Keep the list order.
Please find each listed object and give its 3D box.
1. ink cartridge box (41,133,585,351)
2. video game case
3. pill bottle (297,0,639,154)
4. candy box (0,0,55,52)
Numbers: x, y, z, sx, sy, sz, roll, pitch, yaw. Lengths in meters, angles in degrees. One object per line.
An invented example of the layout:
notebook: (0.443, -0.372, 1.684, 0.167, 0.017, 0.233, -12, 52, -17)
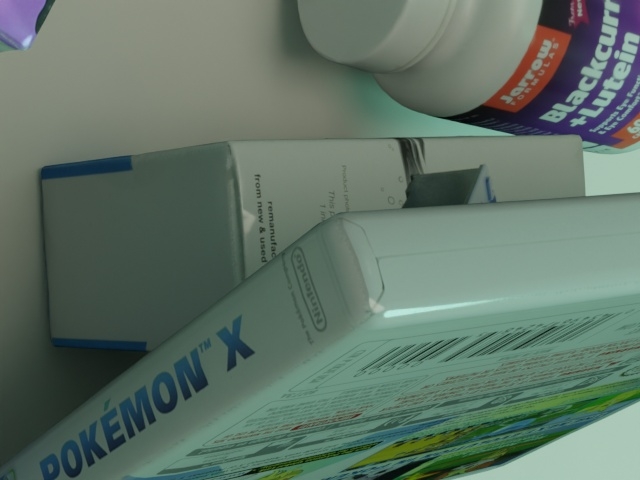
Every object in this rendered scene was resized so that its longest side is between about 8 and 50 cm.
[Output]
ink cartridge box: (0.000, 0.000, 0.621, 0.191, 0.140, 0.082, -6, 92, -40)
video game case: (0.049, 0.056, 0.580, 0.329, 0.300, 0.036, -6, 69, -40)
pill bottle: (0.088, -0.106, 0.707, 0.193, 0.108, 0.108, 8, 89, -40)
candy box: (-0.104, -0.168, 0.347, 0.165, 0.070, 0.196, 36, 72, -36)
